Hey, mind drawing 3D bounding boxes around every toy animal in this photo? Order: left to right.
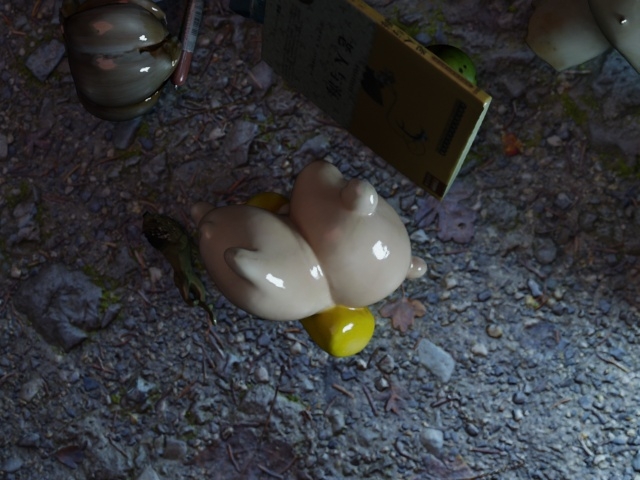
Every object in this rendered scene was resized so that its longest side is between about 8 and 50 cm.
[{"bbox_3d":[-0.214,0.040,1.632,0.086,0.069,0.219,-37,74,32],"label":"toy animal"},{"bbox_3d":[-0.009,-0.017,1.464,0.247,0.345,0.277,-41,46,20],"label":"toy animal"}]

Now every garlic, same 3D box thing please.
[{"bbox_3d":[-0.323,-0.281,1.592,0.191,0.160,0.214,6,113,8],"label":"garlic"}]

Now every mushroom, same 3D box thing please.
[{"bbox_3d":[0.432,-0.353,1.411,0.290,0.293,0.292,-7,86,43],"label":"mushroom"}]

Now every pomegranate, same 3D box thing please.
[{"bbox_3d":[0.175,-0.231,1.518,0.130,0.130,0.130,-1,88,14],"label":"pomegranate"}]

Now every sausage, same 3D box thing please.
[{"bbox_3d":[-0.215,-0.357,1.663,0.029,0.029,0.223,14,91,14],"label":"sausage"}]

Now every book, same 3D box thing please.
[{"bbox_3d":[0.064,-0.244,1.488,0.389,0.269,0.032,39,65,13],"label":"book"}]

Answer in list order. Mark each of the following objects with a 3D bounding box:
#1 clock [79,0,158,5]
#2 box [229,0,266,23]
[{"bbox_3d":[-0.331,-0.469,1.591,0.187,0.253,0.083,-9,46,24],"label":"clock"},{"bbox_3d":[-0.107,-0.402,1.620,0.054,0.074,0.099,9,90,25],"label":"box"}]
